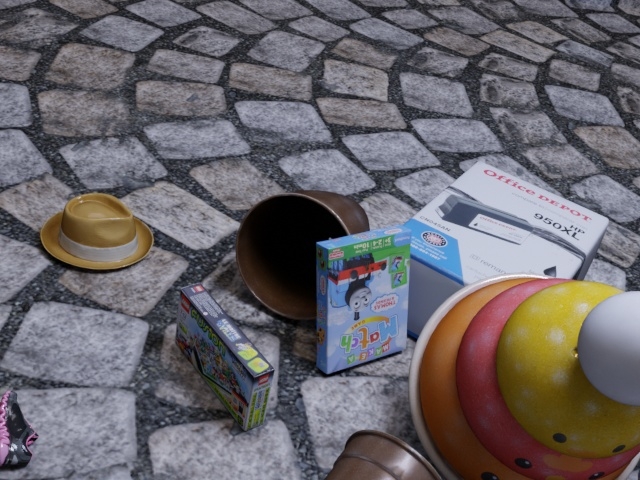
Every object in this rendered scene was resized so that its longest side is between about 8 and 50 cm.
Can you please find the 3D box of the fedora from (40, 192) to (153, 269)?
[{"bbox_3d":[-0.387,-0.028,1.477,0.194,0.079,0.194,9,36,-6],"label":"fedora"}]

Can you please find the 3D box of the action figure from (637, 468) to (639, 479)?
[{"bbox_3d":[0.619,0.354,1.244,0.330,0.178,0.341,-8,67,-16],"label":"action figure"}]

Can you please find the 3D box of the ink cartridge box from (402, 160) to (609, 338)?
[{"bbox_3d":[0.308,0.040,1.520,0.286,0.166,0.395,28,38,20],"label":"ink cartridge box"}]

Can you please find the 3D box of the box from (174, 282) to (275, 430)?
[{"bbox_3d":[-0.146,0.168,1.250,0.036,0.114,0.207,-17,44,-34],"label":"box"}]

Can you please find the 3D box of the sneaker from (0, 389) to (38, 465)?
[{"bbox_3d":[-0.404,0.251,1.124,0.057,0.047,0.119,14,35,-27],"label":"sneaker"}]

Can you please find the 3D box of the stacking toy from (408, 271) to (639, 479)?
[{"bbox_3d":[0.303,0.158,1.029,0.351,0.480,0.350,0,73,-1],"label":"stacking toy"}]

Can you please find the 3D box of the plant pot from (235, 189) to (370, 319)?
[{"bbox_3d":[0.000,0.000,1.477,0.215,0.215,0.230,24,22,15],"label":"plant pot"}]

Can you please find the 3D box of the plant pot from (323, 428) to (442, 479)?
[{"bbox_3d":[0.048,0.347,1.034,0.167,0.167,0.165,32,47,25],"label":"plant pot"}]

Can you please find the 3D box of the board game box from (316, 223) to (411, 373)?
[{"bbox_3d":[0.068,0.091,1.338,0.160,0.211,0.039,-13,25,-31],"label":"board game box"}]
